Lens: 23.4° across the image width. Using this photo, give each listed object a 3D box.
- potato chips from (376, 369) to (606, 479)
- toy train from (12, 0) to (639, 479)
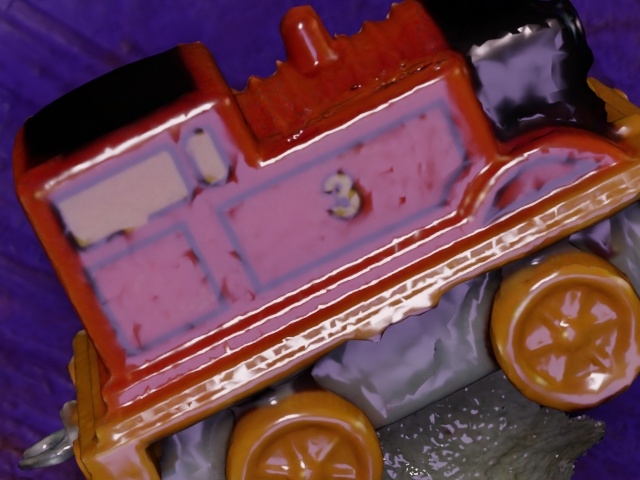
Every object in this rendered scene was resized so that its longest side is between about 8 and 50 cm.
[{"bbox_3d":[0.103,0.161,0.935,0.167,0.059,0.228,-48,120,1],"label":"potato chips"},{"bbox_3d":[0.000,0.000,0.763,0.369,0.163,0.231,-26,113,-1],"label":"toy train"}]
